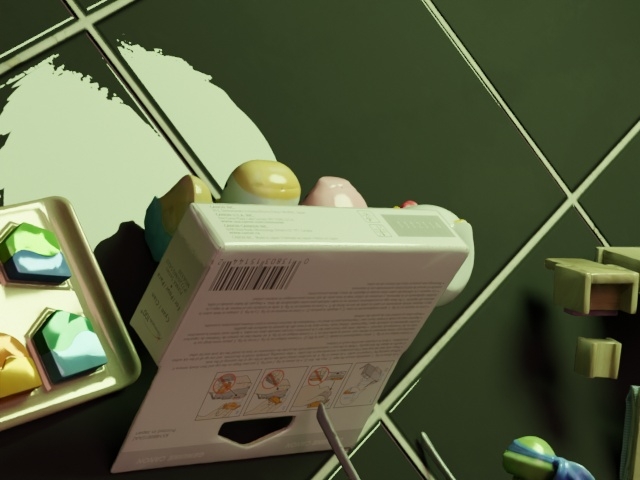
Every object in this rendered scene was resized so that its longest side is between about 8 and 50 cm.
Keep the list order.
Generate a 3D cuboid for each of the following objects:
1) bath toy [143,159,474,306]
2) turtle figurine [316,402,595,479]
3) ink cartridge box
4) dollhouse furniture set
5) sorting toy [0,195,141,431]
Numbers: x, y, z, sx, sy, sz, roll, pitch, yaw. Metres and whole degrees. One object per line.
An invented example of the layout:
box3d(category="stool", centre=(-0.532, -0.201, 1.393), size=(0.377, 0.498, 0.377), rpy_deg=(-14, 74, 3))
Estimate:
box3d(category="bath toy", centre=(0.000, 0.000, 1.440), size=(0.348, 0.129, 0.151), rpy_deg=(3, 86, -38))
box3d(category="turtle figurine", centre=(0.122, 0.311, 1.375), size=(0.198, 0.275, 0.266), rpy_deg=(47, 53, -75))
box3d(category="ink cartridge box", centre=(-0.037, 0.087, 1.301), size=(0.296, 0.261, 0.066), rpy_deg=(1, 39, -41))
box3d(category="dollhouse furniture set", centre=(0.387, 0.171, 1.722), size=(0.286, 0.198, 0.303), rpy_deg=(0, 98, -18))
box3d(category="sorting toy", centre=(-0.269, 0.061, 1.234), size=(0.208, 0.038, 0.193), rpy_deg=(-17, 79, -44))
